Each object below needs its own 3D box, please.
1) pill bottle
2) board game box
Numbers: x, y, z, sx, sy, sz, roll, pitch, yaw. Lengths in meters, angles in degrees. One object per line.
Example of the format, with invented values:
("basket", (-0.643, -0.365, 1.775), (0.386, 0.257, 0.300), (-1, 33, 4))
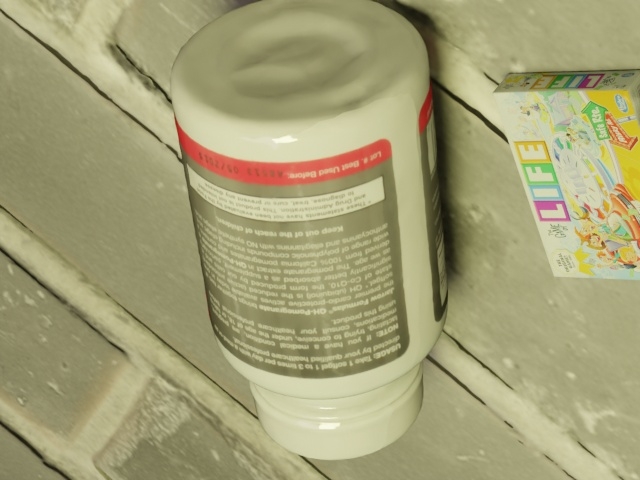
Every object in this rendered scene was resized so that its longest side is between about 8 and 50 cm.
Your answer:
("pill bottle", (0.000, 0.000, 1.351), (0.176, 0.176, 0.318), (16, 134, 27))
("board game box", (0.187, -0.042, 1.282), (0.103, 0.026, 0.154), (2, 127, 38))
